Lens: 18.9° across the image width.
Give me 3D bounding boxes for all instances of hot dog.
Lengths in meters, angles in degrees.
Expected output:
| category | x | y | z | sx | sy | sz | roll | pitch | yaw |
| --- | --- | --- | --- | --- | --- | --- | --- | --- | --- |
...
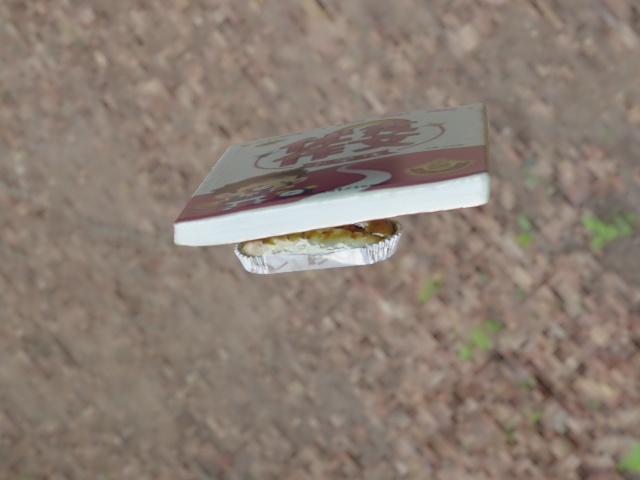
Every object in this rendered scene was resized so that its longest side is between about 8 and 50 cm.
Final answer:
| category | x | y | z | sx | sy | sz | roll | pitch | yaw |
| --- | --- | --- | --- | --- | --- | --- | --- | --- | --- |
| hot dog | 0.000 | 0.000 | 2.173 | 0.192 | 0.099 | 0.053 | -5 | 113 | 14 |

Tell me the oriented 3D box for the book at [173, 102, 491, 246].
| category | x | y | z | sx | sy | sz | roll | pitch | yaw |
| --- | --- | --- | --- | --- | --- | --- | --- | --- | --- |
| book | 0.014 | -0.039 | 1.062 | 0.232 | 0.162 | 0.022 | -71 | -27 | -76 |
